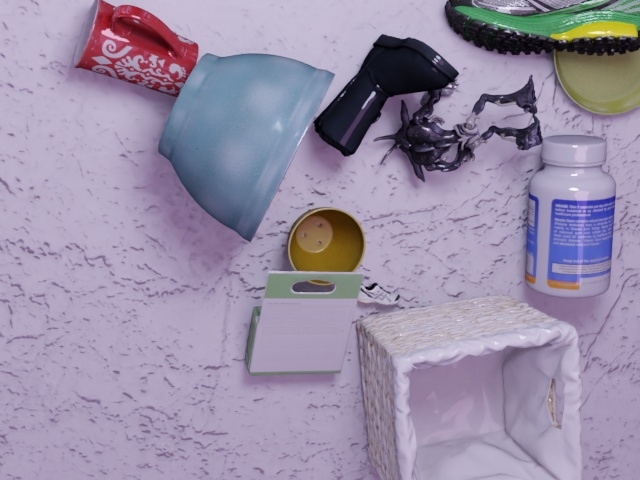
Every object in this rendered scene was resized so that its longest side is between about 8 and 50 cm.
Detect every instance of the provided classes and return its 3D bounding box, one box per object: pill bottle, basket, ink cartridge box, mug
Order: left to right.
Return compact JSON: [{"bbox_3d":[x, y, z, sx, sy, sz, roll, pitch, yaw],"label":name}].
[{"bbox_3d":[-0.277,-0.289,1.554,0.169,0.150,0.113,19,92,-23],"label":"mug"},{"bbox_3d":[-0.030,0.131,1.735,0.171,0.056,0.235,1,125,-15],"label":"ink cartridge box"},{"bbox_3d":[0.257,0.286,1.783,0.331,0.266,0.328,-9,107,-12],"label":"basket"},{"bbox_3d":[0.447,-0.046,1.806,0.152,0.152,0.272,-4,106,-14],"label":"pill bottle"}]

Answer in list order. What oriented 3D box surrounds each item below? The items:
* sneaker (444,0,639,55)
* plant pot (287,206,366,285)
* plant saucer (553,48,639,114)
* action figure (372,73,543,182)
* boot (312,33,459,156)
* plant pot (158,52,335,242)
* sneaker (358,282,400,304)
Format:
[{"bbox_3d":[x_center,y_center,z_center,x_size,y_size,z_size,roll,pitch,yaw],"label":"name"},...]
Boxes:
[{"bbox_3d":[0.380,-0.392,1.703,0.343,0.134,0.146,1,86,-1],"label":"sneaker"},{"bbox_3d":[0.000,0.000,1.728,0.134,0.095,0.134,-4,105,-14],"label":"plant pot"},{"bbox_3d":[0.518,-0.346,1.807,0.241,0.037,0.241,-4,106,-15],"label":"plant saucer"},{"bbox_3d":[0.233,-0.194,1.723,0.275,0.141,0.164,-8,117,15],"label":"action figure"},{"bbox_3d":[0.097,-0.221,1.619,0.094,0.246,0.207,35,91,-27],"label":"boot"},{"bbox_3d":[-0.128,-0.171,1.566,0.196,0.293,0.293,27,96,-3],"label":"plant pot"},{"bbox_3d":[0.106,0.094,1.816,0.083,0.032,0.037,3,104,-16],"label":"sneaker"}]
